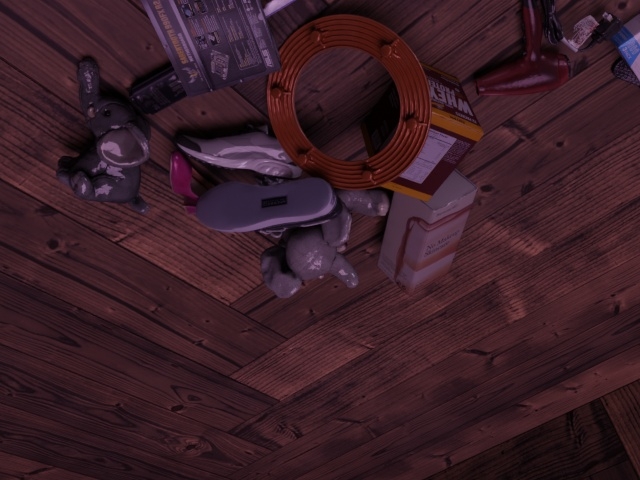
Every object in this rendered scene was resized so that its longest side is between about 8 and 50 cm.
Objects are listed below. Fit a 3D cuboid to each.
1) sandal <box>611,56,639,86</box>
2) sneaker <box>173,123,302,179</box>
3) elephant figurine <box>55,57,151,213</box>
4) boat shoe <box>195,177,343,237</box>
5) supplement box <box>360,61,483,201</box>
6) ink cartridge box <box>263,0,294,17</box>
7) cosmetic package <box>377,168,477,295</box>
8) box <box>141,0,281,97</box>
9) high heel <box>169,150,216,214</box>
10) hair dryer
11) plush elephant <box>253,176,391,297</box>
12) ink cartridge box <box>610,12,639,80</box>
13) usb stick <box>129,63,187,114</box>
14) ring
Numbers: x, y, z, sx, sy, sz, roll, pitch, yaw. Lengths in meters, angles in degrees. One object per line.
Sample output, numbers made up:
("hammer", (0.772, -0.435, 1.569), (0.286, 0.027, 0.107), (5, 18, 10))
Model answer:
("sandal", (0.712, -0.357, 1.524), (0.179, 0.040, 0.067), (22, 124, -14))
("sneaker", (-0.169, -0.195, 1.459), (0.272, 0.100, 0.107), (8, 97, -9))
("elephant figurine", (-0.399, -0.197, 1.358), (0.186, 0.169, 0.239), (1, 128, -57))
("boat shoe", (-0.105, -0.066, 1.454), (0.307, 0.113, 0.105), (-10, 158, 17))
("supplement box", (0.200, -0.224, 1.426), (0.129, 0.191, 0.194), (16, 131, -26))
("ink cartridge box", (-0.144, -0.467, 1.188), (0.206, 0.045, 0.208), (-26, 135, 15))
("cosmetic package", (0.248, -0.028, 1.664), (0.153, 0.129, 0.296), (-27, 145, -27))
("box", (-0.186, -0.373, 1.207), (0.183, 0.056, 0.231), (-16, 137, 6))
("high heel", (-0.249, -0.118, 1.494), (0.117, 0.082, 0.244), (-2, 150, 2))
("hair dryer", (0.425, -0.397, 1.402), (0.224, 0.080, 0.293), (32, 118, -19))
("plush elephant", (0.000, 0.000, 1.575), (0.330, 0.255, 0.272), (28, 125, -35))
("ink cartridge box", (0.694, -0.423, 1.410), (0.181, 0.061, 0.104), (-36, 122, 23))
("usb stick", (-0.233, -0.323, 1.326), (0.278, 0.045, 0.077), (-25, 143, 14))
("ring", (0.045, -0.253, 1.327), (0.337, 0.032, 0.336), (10, 115, 22))
